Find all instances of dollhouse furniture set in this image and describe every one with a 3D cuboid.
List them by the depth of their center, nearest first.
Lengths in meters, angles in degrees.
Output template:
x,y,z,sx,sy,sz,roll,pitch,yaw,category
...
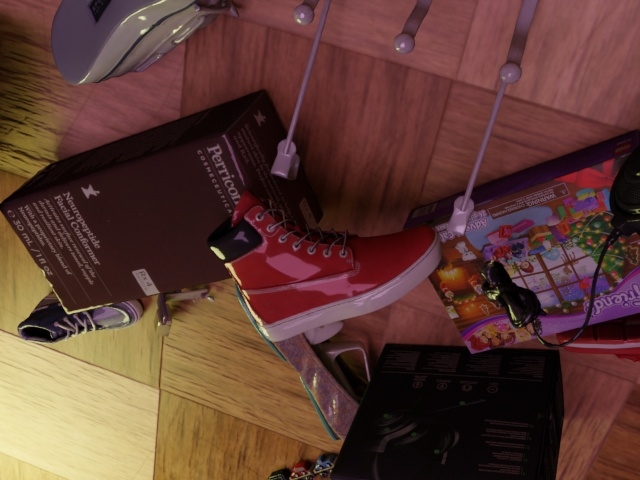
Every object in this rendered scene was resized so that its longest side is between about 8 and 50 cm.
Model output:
x,y,z,sx,sy,sz,roll,pitch,yaw,category
-0.210,0.089,1.295,0.081,0.091,0.114,-7,155,-20,dollhouse furniture set

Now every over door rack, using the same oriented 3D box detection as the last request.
x,y,z,sx,sy,sz,roll,pitch,yaw,category
0.087,-0.172,0.916,0.239,0.108,0.324,19,114,10,over door rack

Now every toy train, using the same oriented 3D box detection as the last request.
x,y,z,sx,sy,sz,roll,pitch,yaw,category
-0.026,0.376,1.397,0.158,0.027,0.036,-26,98,33,toy train

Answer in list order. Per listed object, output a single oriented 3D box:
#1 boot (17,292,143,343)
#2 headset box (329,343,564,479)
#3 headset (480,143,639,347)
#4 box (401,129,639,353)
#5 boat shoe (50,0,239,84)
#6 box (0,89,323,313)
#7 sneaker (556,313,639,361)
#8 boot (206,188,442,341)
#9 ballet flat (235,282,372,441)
x,y,z,sx,sy,sz,roll,pitch,yaw,category
-0.374,0.128,1.335,0.190,0.086,0.069,-3,120,23,boot
0.171,0.269,1.090,0.246,0.283,0.131,-1,120,21,headset box
0.367,-0.006,0.885,0.394,0.185,0.243,-24,107,-3,headset
0.272,0.013,1.024,0.293,0.057,0.201,-20,113,30,box
-0.156,-0.282,0.956,0.367,0.156,0.136,-32,78,46,boat shoe
-0.211,-0.039,1.133,0.381,0.143,0.191,-15,115,27,box
0.407,0.146,1.041,0.221,0.087,0.128,-5,118,26,sneaker
0.000,0.000,0.967,0.244,0.088,0.176,-23,112,18,boot
0.001,0.147,1.204,0.106,0.107,0.316,-25,117,15,ballet flat
